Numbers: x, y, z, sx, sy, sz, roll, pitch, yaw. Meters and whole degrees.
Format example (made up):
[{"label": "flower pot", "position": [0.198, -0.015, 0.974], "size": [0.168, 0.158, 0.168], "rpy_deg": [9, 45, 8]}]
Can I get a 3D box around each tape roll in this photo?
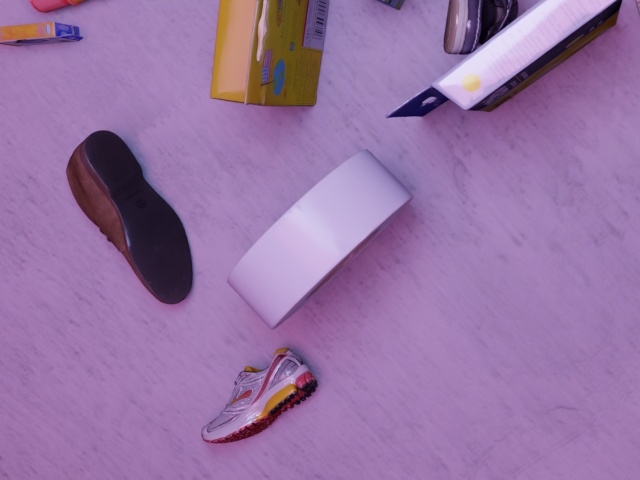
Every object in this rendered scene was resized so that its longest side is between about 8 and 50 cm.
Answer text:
[{"label": "tape roll", "position": [0.000, 0.000, 1.354], "size": [0.100, 0.286, 0.286], "rpy_deg": [46, 106, 4]}]

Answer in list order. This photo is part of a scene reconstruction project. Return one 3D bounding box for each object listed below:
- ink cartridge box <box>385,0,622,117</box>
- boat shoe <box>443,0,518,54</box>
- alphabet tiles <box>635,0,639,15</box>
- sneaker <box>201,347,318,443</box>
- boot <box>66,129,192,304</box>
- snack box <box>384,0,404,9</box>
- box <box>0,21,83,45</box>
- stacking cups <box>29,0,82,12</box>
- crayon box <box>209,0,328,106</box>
[{"label": "ink cartridge box", "position": [0.252, -0.233, 1.245], "size": [0.307, 0.303, 0.072], "rpy_deg": [-38, 87, 17]}, {"label": "boat shoe", "position": [0.221, -0.318, 1.258], "size": [0.092, 0.285, 0.102], "rpy_deg": [13, 118, 6]}, {"label": "alphabet tiles", "position": [0.479, -0.429, 1.311], "size": [0.198, 0.009, 0.237], "rpy_deg": [-17, 93, 16]}, {"label": "sneaker", "position": [-0.108, 0.259, 1.530], "size": [0.225, 0.088, 0.092], "rpy_deg": [-38, 67, 16]}, {"label": "boot", "position": [-0.315, -0.028, 1.544], "size": [0.115, 0.112, 0.305], "rpy_deg": [-24, 96, 46]}, {"label": "snack box", "position": [0.118, -0.439, 1.317], "size": [0.070, 0.174, 0.207], "rpy_deg": [28, 103, 6]}, {"label": "box", "position": [-0.460, -0.338, 1.529], "size": [0.136, 0.081, 0.028], "rpy_deg": [-3, 96, 14]}, {"label": "stacking cups", "position": [-0.320, -0.433, 1.472], "size": [0.316, 0.096, 0.096], "rpy_deg": [-17, 93, 16]}, {"label": "crayon box", "position": [-0.072, -0.293, 1.311], "size": [0.081, 0.318, 0.202], "rpy_deg": [10, 100, 13]}]
